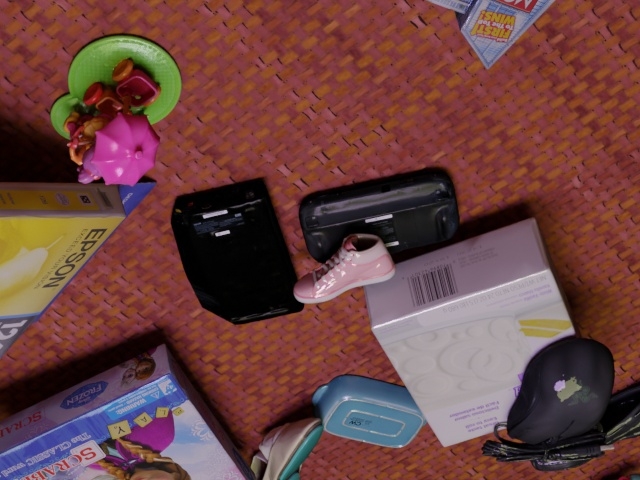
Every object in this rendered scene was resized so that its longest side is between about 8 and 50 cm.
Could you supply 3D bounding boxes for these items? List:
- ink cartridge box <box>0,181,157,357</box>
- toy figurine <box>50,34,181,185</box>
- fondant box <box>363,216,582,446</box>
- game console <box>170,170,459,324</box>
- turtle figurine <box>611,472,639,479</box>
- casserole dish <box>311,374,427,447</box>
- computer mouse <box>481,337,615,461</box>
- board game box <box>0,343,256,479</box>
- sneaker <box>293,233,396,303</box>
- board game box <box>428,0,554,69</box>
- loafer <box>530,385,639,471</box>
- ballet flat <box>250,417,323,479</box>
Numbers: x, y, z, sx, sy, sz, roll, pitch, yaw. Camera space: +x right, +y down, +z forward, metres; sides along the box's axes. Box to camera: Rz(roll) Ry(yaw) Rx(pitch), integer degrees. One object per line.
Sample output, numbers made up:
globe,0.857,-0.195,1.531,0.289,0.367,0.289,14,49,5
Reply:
ink cartridge box,-0.373,0.044,1.487,0.307,0.072,0.303,0,142,-51
toy figurine,-0.237,-0.120,1.396,0.173,0.159,0.130,-32,127,22
fondant box,0.224,0.133,1.690,0.238,0.096,0.330,-19,139,11
game console,0.000,0.000,1.608,0.361,0.044,0.213,-11,134,5
turtle figurine,0.475,0.444,2.011,0.175,0.118,0.234,-16,153,-51
casserole dish,0.077,0.258,1.851,0.188,0.037,0.114,17,128,-18
computer mouse,0.333,0.238,1.703,0.188,0.072,0.272,-3,139,-7
board game box,-0.288,0.328,1.765,0.319,0.066,0.318,-26,130,3
sneaker,0.023,0.030,1.575,0.134,0.051,0.070,-17,131,5
board game box,0.178,-0.289,1.353,0.194,0.060,0.194,15,128,-18
loafer,0.411,0.277,1.880,0.223,0.076,0.078,-26,124,11
ballet flat,-0.063,0.332,1.877,0.086,0.086,0.248,7,133,-12
